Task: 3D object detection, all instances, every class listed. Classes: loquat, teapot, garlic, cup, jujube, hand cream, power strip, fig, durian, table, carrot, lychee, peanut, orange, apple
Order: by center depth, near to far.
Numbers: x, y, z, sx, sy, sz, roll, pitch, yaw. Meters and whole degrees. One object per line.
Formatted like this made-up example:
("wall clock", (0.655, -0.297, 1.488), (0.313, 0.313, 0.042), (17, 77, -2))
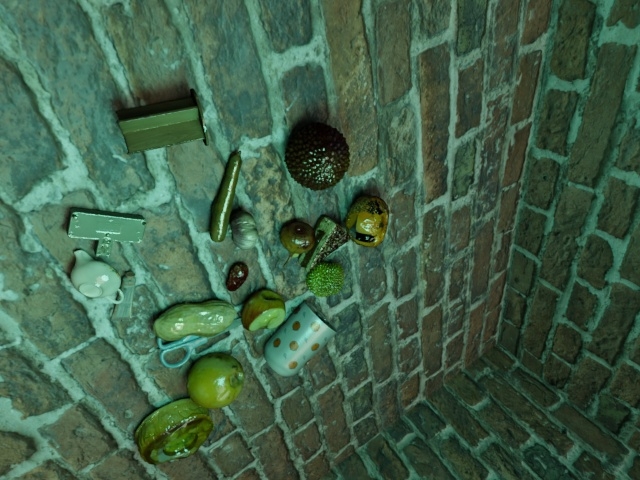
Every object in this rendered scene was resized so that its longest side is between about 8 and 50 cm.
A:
("table", (-0.459, -0.335, 1.212), (0.227, 0.167, 0.167), (-17, 127, -17))
("power strip", (-0.672, -0.017, 1.312), (0.216, 0.061, 0.145), (6, 113, -39))
("teapot", (-0.717, 0.135, 1.343), (0.145, 0.092, 0.226), (-15, 132, 12))
("hand cream", (-0.683, 0.202, 1.467), (0.067, 0.043, 0.209), (7, 118, -32))
("carrot", (-0.334, -0.155, 1.476), (0.070, 0.070, 0.341), (4, 110, -39))
("lychee", (-0.002, -0.292, 1.497), (0.272, 0.271, 0.271), (-19, 128, -26))
("garlic", (-0.286, -0.037, 1.531), (0.102, 0.159, 0.147), (-7, 136, -15))
("peanut", (-0.483, 0.310, 1.619), (0.314, 0.149, 0.149), (-1, 118, -37))
("jujube", (-0.336, 0.148, 1.669), (0.077, 0.077, 0.129), (13, 119, -42))
("fig", (-0.100, 0.023, 1.730), (0.133, 0.146, 0.201), (-66, 171, -52))
("apple", (-0.244, 0.302, 1.774), (0.195, 0.160, 0.173), (4, 112, -37))
("loquat", (-0.451, 0.597, 1.781), (0.244, 0.244, 0.243), (-19, 128, -26))
("orange", (0.210, -0.086, 1.833), (0.234, 0.183, 0.234), (-22, 115, -58))
("durian", (0.031, 0.170, 1.896), (0.198, 0.159, 0.145), (-25, 130, -24))
("cup", (-0.106, 0.469, 1.954), (0.317, 0.212, 0.212), (-46, 135, -1))

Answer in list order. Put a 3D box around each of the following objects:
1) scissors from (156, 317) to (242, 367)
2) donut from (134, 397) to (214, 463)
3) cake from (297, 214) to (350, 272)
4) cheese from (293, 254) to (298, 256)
("scissors", (-0.452, 0.382, 1.751), (0.448, 0.029, 0.192), (-15, 111, -34))
("donut", (-0.635, 0.856, 1.849), (0.330, 0.160, 0.329), (-22, 137, -22))
("cake", (-0.010, 0.003, 1.792), (0.246, 0.112, 0.135), (-38, 131, -6))
("cheese", (-0.102, 0.034, 1.797), (0.044, 0.030, 0.083), (8, 111, -43))
